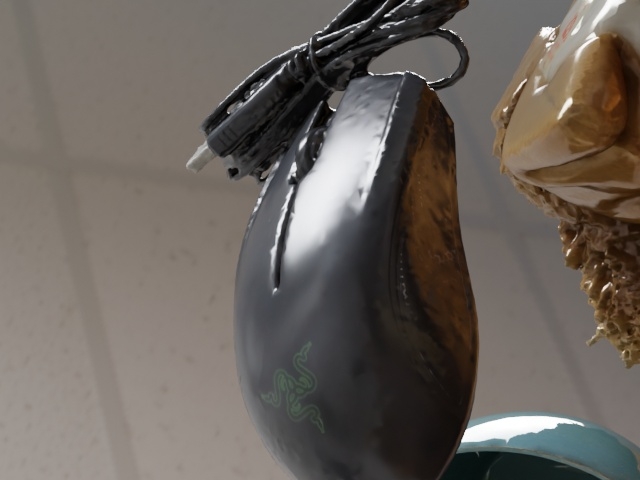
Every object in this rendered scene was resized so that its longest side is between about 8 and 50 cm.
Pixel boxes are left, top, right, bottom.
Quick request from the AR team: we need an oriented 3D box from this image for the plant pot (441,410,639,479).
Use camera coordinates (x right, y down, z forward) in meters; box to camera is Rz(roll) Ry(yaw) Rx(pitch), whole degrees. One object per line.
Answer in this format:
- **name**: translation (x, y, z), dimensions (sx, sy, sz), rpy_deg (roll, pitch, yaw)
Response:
- **plant pot**: translation (0.161, 0.241, 1.295), dimensions (0.290, 0.290, 0.195), rpy_deg (34, -153, 4)

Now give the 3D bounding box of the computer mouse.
- **computer mouse**: translation (0.000, 0.000, 0.822), dimensions (0.072, 0.188, 0.272), rpy_deg (22, -132, -37)

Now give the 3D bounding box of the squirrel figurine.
- **squirrel figurine**: translation (0.328, -0.049, 1.325), dimensions (0.370, 0.397, 0.281), rpy_deg (32, -113, -5)
